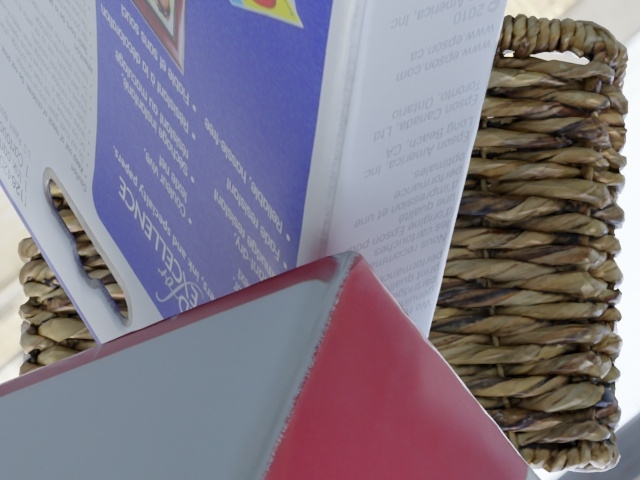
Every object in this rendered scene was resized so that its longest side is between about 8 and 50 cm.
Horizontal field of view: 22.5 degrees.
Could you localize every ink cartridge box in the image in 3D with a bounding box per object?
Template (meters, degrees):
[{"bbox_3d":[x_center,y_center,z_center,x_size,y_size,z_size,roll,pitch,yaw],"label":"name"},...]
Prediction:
[{"bbox_3d":[-0.055,-0.084,0.569,0.072,0.303,0.307,-20,142,-24],"label":"ink cartridge box"},{"bbox_3d":[-0.005,0.224,0.528,0.279,0.384,0.160,-23,-151,34],"label":"ink cartridge box"}]

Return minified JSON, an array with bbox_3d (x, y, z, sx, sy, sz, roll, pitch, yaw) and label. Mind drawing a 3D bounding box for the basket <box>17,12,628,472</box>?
[{"bbox_3d":[0.000,0.000,0.843,0.299,0.223,0.213,0,179,-1],"label":"basket"}]
